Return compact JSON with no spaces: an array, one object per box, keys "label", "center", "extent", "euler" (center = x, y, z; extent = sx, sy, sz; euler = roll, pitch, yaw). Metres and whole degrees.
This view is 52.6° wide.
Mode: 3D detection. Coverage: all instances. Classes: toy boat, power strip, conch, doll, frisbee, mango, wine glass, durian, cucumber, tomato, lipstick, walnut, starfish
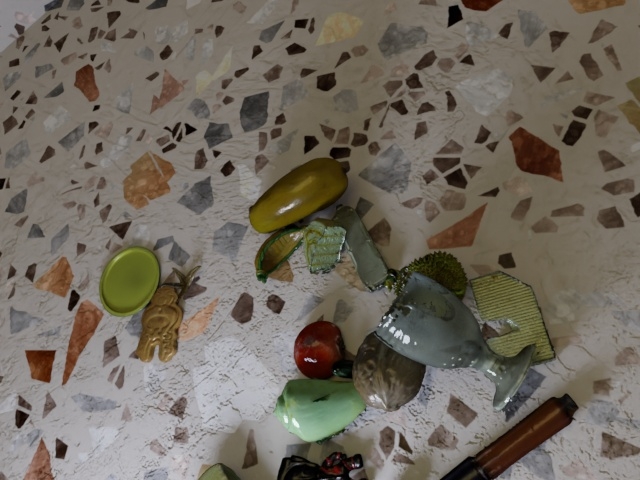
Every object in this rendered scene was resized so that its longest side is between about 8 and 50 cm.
[{"label":"toy boat","center":[-0.110,0.025,1.851],"extent":[0.229,0.089,0.088],"euler":[-47,44,-12]},{"label":"power strip","center":[0.109,0.017,1.785],"extent":[0.080,0.048,0.286],"euler":[-30,61,7]},{"label":"conch","center":[0.003,0.429,1.640],"extent":[0.251,0.137,0.143],"euler":[5,44,6]},{"label":"doll","center":[-0.011,0.592,1.592],"extent":[0.249,0.088,0.127],"euler":[-15,43,7]},{"label":"frisbee","center":[-0.609,0.131,2.070],"extent":[0.236,0.017,0.236],"euler":[-9,66,20]},{"label":"mango","center":[-0.069,-0.122,1.837],"extent":[0.332,0.195,0.142],"euler":[-31,84,12]},{"label":"wine glass","center":[0.293,0.220,1.455],"extent":[0.357,0.190,0.190],"euler":[33,85,8]},{"label":"durian","center":[0.274,0.116,1.624],"extent":[0.198,0.146,0.159],"euler":[-24,78,19]},{"label":"cucumber","center":[0.060,0.326,1.654],"extent":[0.048,0.105,0.048],"euler":[-8,73,29]},{"label":"tomato","center":[-0.011,0.285,1.705],"extent":[0.139,0.091,0.159],"euler":[-11,68,21]},{"label":"lipstick","center":[0.400,0.486,1.454],"extent":[0.418,0.077,0.077],"euler":[-38,60,4]},{"label":"walnut","center":[0.164,0.315,1.559],"extent":[0.178,0.178,0.230],"euler":[-13,31,18]},{"label":"starfish","center":[-0.420,0.137,1.967],"extent":[0.133,0.041,0.130],"euler":[-13,53,16]}]

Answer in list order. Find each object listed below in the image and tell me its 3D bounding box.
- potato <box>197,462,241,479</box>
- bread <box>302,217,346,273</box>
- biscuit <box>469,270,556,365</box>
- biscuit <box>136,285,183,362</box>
[{"label":"potato","center":[-0.226,0.695,1.625],"extent":[0.270,0.112,0.255],"euler":[-17,60,13]},{"label":"bread","center":[-0.003,0.004,1.794],"extent":[0.110,0.103,0.156],"euler":[43,121,41]},{"label":"biscuit","center":[0.459,0.191,1.564],"extent":[0.147,0.046,0.250],"euler":[-20,64,16]},{"label":"biscuit","center":[-0.482,0.251,1.960],"extent":[0.144,0.040,0.236],"euler":[-2,71,17]}]
